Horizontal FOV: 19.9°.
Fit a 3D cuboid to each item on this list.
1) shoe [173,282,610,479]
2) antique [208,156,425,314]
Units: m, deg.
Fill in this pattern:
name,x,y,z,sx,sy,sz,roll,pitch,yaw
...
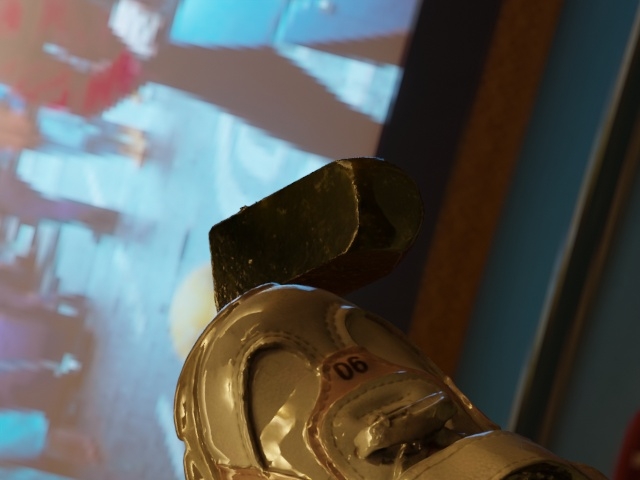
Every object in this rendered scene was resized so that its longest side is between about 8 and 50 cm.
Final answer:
name,x,y,z,sx,sy,sz,roll,pitch,yaw
shoe,0.071,0.158,1.048,0.172,0.351,0.198,-34,-6,-30
antique,0.000,0.000,1.474,0.221,0.080,0.081,-25,67,52
